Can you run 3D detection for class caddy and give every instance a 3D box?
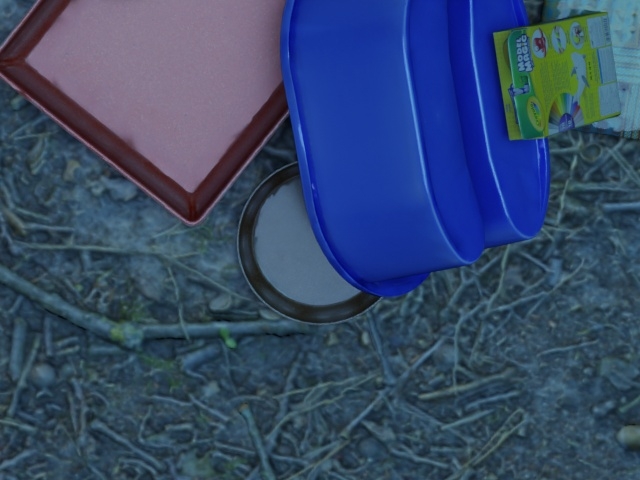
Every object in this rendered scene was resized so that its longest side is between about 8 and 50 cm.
[{"bbox_3d":[0.077,-0.117,1.573,0.179,0.241,0.341,-4,99,37],"label":"caddy"}]

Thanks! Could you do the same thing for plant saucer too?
[{"bbox_3d":[0.000,0.000,1.686,0.168,0.029,0.168,0,97,-4],"label":"plant saucer"},{"bbox_3d":[-0.143,-0.190,1.645,0.258,0.048,0.259,39,94,-7],"label":"plant saucer"}]

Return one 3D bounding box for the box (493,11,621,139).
[{"bbox_3d":[0.218,-0.153,1.579,0.043,0.179,0.105,-4,98,36],"label":"box"}]

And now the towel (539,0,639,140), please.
[{"bbox_3d":[0.361,-0.278,1.656,0.271,0.040,0.370,9,98,4],"label":"towel"}]
